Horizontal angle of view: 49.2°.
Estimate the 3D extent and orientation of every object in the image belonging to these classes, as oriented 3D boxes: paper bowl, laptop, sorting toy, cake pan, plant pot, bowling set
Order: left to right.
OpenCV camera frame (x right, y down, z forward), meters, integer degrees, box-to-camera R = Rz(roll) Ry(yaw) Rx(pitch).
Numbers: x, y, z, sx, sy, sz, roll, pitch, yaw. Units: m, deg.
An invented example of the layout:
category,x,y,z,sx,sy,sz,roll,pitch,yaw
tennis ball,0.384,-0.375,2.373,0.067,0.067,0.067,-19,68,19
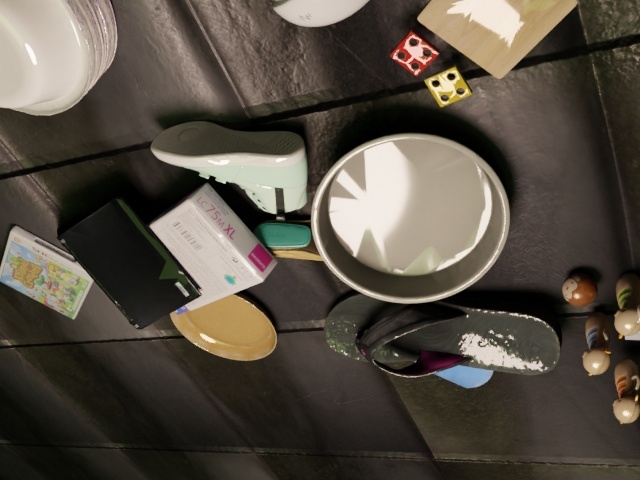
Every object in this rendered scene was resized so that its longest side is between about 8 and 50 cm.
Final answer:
category,x,y,z,sx,sy,sz,roll,pitch,yaw
paper bowl,-0.449,-0.304,0.989,0.284,0.148,0.284,12,138,10
laptop,-0.374,0.040,1.340,0.234,0.136,0.264,54,166,-17
plant pot,-0.200,0.169,1.468,0.236,0.032,0.236,11,136,11
cake pan,0.134,-0.036,1.059,0.293,0.054,0.293,3,122,4
sorting toy,0.204,-0.278,0.838,0.132,0.046,0.274,31,136,-12
bowling set,0.462,0.150,1.087,0.200,0.154,0.287,21,128,8

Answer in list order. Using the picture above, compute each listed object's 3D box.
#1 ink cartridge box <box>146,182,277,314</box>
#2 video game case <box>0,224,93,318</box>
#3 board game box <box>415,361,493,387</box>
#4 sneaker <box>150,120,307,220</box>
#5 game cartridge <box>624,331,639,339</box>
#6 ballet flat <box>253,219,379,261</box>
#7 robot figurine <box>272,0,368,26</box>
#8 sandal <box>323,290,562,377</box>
category,x,y,z,sx,sy,sz,roll,pitch,yaw
ink cartridge box,-0.232,0.027,1.267,0.186,0.065,0.311,50,139,-14
video game case,-0.600,0.076,1.530,0.193,0.023,0.212,30,137,-11
board game box,0.251,0.211,1.336,0.169,0.033,0.133,22,135,17
sneaker,-0.142,-0.103,1.119,0.256,0.094,0.151,8,140,15
game cartridge,0.537,0.138,1.166,0.056,0.017,0.083,-5,133,20
ballet flat,0.000,0.000,1.202,0.232,0.080,0.073,6,164,19
robot figurine,-0.039,-0.367,0.751,0.174,0.209,0.278,-36,116,19
sandal,0.190,0.172,1.242,0.446,0.107,0.167,-2,118,30
